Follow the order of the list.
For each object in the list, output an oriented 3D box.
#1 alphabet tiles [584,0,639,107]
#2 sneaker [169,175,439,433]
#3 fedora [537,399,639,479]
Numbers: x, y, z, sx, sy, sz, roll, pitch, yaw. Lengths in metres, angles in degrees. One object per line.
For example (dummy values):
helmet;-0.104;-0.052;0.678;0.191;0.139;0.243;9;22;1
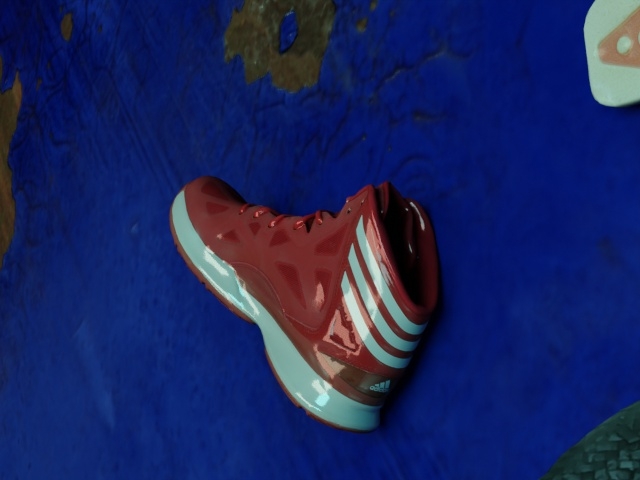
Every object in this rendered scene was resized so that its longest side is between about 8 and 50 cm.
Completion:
alphabet tiles;0.204;-0.168;0.580;0.278;0.021;0.284;-15;78;53
sneaker;0.000;0.000;0.839;0.221;0.087;0.128;48;113;36
fedora;0.162;0.203;0.425;0.152;0.334;0.334;97;176;-79
